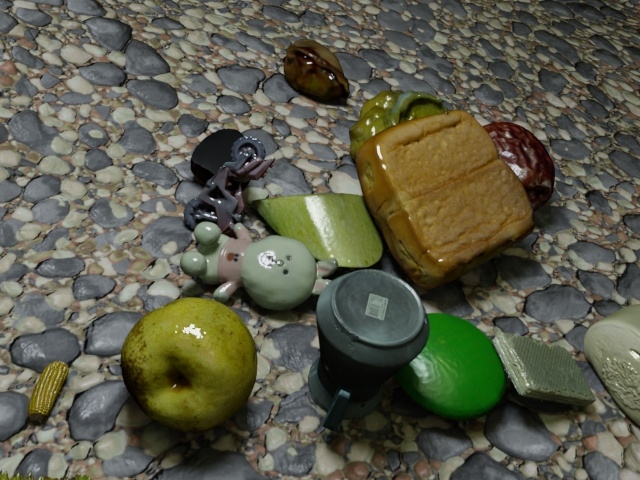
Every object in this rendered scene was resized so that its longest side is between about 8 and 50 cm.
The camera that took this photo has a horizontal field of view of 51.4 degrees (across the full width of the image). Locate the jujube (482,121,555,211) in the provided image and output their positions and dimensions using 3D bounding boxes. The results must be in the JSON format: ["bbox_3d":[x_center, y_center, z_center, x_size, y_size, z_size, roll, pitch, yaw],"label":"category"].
[{"bbox_3d":[0.430,-0.173,1.524,0.184,0.183,0.243,1,35,-17],"label":"jujube"}]

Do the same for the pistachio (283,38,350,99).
[{"bbox_3d":[-0.008,-0.421,1.666,0.210,0.130,0.165,38,7,19],"label":"pistachio"}]

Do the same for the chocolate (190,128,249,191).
[{"bbox_3d":[-0.202,-0.146,1.360,0.125,0.080,0.148,-15,61,-19],"label":"chocolate"}]

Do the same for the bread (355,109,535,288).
[{"bbox_3d":[0.240,-0.090,1.345,0.337,0.148,0.327,-26,81,-33],"label":"bread"}]

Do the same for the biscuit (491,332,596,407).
[{"bbox_3d":[0.396,0.229,1.173,0.200,0.040,0.121,17,40,-35],"label":"biscuit"}]

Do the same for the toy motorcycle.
[{"bbox_3d":[-0.162,-0.091,1.264,0.118,0.212,0.084,38,7,-3],"label":"toy motorcycle"}]

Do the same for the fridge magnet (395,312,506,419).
[{"bbox_3d":[0.217,0.215,1.138,0.208,0.088,0.208,10,44,-10],"label":"fridge magnet"}]

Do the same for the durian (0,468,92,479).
[{"bbox_3d":[-0.338,0.366,0.744,0.237,0.176,0.200,0,37,-26],"label":"durian"}]

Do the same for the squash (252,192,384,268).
[{"bbox_3d":[0.005,-0.017,1.302,0.237,0.204,0.154,-3,87,-18],"label":"squash"}]

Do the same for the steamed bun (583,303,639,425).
[{"bbox_3d":[0.629,0.223,1.220,0.200,0.154,0.250,-13,55,-28],"label":"steamed bun"}]

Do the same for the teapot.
[{"bbox_3d":[0.058,0.179,1.025,0.171,0.225,0.203,21,45,6],"label":"teapot"}]

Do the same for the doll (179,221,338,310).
[{"bbox_3d":[-0.109,0.046,1.183,0.275,0.113,0.154,13,66,-12],"label":"doll"}]

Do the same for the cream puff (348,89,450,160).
[{"bbox_3d":[0.206,-0.250,1.522,0.282,0.185,0.281,10,42,-9],"label":"cream puff"}]

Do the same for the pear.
[{"bbox_3d":[-0.186,0.175,0.977,0.197,0.197,0.197,10,45,-10],"label":"pear"}]

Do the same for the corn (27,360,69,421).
[{"bbox_3d":[-0.397,0.218,0.967,0.037,0.037,0.092,13,45,-7],"label":"corn"}]
